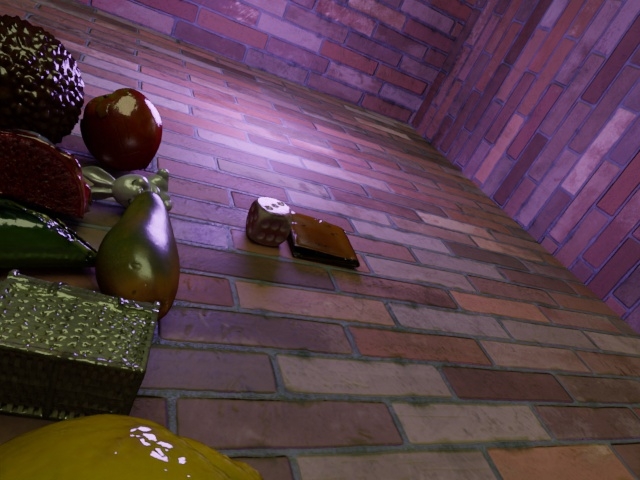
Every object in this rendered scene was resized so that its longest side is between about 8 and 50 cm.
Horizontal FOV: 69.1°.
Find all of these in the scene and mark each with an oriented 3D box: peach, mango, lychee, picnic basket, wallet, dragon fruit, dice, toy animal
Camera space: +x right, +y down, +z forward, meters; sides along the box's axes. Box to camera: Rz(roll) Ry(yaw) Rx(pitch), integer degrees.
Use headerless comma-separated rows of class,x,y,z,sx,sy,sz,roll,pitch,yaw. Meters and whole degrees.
peach,-0.476,-0.257,1.121,0.197,0.197,0.197,21,28,-12
mango,-0.309,0.029,0.810,0.129,0.146,0.289,-20,30,0
lychee,-0.650,-0.327,0.993,0.276,0.276,0.304,-10,62,-49
picnic basket,-0.331,0.136,0.616,0.196,0.134,0.154,17,32,-19
wallet,-0.002,0.002,1.244,0.196,0.042,0.161,14,34,-27
dragon fruit,-0.562,-0.152,0.876,0.274,0.126,0.161,19,7,-26
dice,-0.128,-0.048,1.154,0.093,0.094,0.091,10,32,-27
toy animal,-0.422,-0.096,1.014,0.127,0.131,0.182,4,6,31

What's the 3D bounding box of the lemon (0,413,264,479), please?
lemon,-0.159,0.291,0.295,0.348,0.348,0.348,21,28,-12

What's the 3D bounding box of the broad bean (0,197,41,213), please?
broad bean,-0.591,-0.045,0.792,0.214,0.048,0.070,0,37,-47

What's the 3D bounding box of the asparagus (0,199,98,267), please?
asparagus,-0.532,-0.012,0.723,0.382,0.108,0.128,3,51,-41
